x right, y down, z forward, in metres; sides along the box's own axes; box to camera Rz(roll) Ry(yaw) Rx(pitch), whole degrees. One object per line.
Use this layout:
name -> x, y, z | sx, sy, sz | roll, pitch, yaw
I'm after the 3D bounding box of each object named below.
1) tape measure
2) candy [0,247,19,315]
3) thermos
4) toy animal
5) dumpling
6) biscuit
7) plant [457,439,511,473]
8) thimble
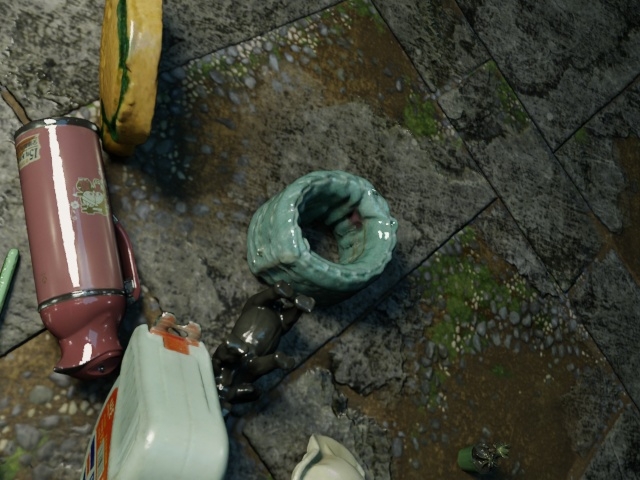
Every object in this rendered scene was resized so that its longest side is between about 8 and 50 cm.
tape measure -> -0.191, 0.247, 0.813 | 0.125, 0.243, 0.246 | 20, 105, -22
candy -> -0.406, 0.149, 0.823 | 0.097, 0.097, 0.324 | 20, 54, -25
thermos -> -0.314, 0.017, 0.912 | 0.109, 0.136, 0.330 | -13, 77, 0
toy animal -> -0.095, 0.160, 0.964 | 0.114, 0.146, 0.245 | 49, 52, -6
dumpling -> 0.013, 0.338, 0.997 | 0.169, 0.100, 0.134 | 16, 50, -29
biscuit -> -0.268, -0.248, 0.949 | 0.057, 0.287, 0.344 | 4, 41, -22
plant -> 0.273, 0.357, 1.151 | 0.051, 0.102, 0.051 | 13, 63, -27
thimble -> 0.000, 0.000, 1.089 | 0.235, 0.143, 0.199 | -15, 80, -34
